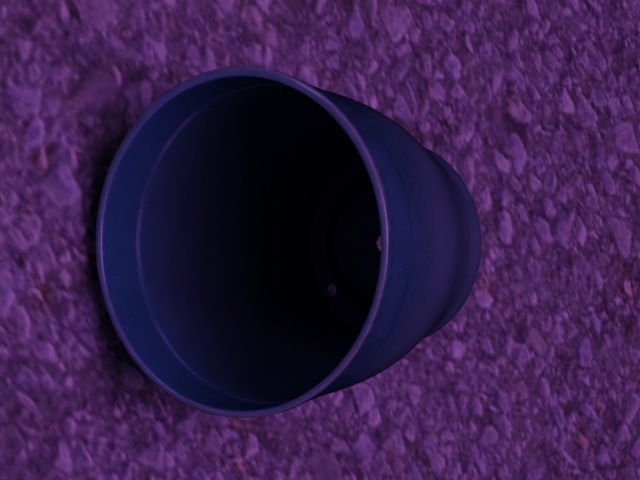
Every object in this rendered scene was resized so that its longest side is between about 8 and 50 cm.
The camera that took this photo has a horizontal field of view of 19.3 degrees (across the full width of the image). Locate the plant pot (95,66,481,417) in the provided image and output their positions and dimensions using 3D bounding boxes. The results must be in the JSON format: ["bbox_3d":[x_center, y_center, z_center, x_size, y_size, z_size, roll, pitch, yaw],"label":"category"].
[{"bbox_3d":[0.000,0.000,1.558,0.255,0.272,0.271,-1,87,-58],"label":"plant pot"}]
